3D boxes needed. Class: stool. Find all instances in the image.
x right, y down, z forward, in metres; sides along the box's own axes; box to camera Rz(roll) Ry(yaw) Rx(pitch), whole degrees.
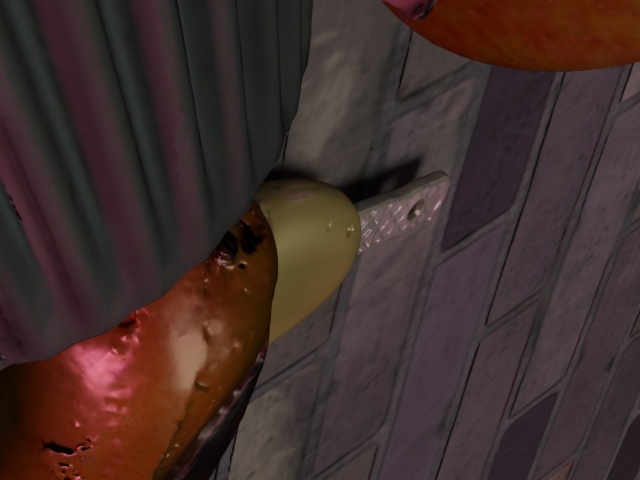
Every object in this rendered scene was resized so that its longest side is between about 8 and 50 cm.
[{"bbox_3d":[-0.139,-0.135,0.428,0.297,0.297,0.330,-42,157,-17],"label":"stool"}]

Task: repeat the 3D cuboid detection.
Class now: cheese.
[{"bbox_3d":[0.000,0.000,1.089,0.255,0.050,0.127,-25,143,-44],"label":"cheese"}]

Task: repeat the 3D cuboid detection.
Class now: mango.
[{"bbox_3d":[-0.112,0.060,0.887,0.156,0.151,0.249,-83,-164,-49],"label":"mango"}]

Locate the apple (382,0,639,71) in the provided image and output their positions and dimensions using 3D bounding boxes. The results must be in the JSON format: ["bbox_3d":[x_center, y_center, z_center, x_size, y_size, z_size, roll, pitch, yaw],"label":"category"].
[{"bbox_3d":[0.108,-0.204,0.751,0.264,0.264,0.264,-38,152,-25],"label":"apple"}]

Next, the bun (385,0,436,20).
[{"bbox_3d":[0.023,-0.228,0.577,0.175,0.263,0.263,-40,152,-20],"label":"bun"}]
